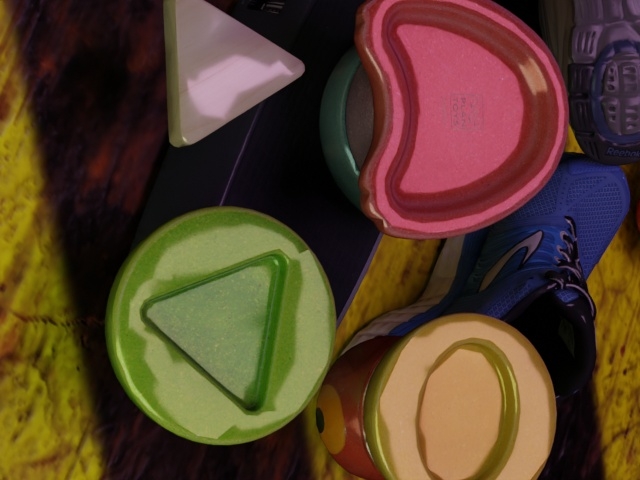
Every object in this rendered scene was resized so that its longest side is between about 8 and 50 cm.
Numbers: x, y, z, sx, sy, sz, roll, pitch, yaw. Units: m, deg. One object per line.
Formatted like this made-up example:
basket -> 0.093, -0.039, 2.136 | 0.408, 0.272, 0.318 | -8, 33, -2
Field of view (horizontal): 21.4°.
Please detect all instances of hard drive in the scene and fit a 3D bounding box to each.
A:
hard drive -> -0.015, -0.048, 1.076 | 0.172, 0.054, 0.254 | 43, 62, -43

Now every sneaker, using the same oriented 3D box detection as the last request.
sneaker -> 0.198, -0.209, 1.268 | 0.111, 0.129, 0.297 | -6, 107, -10
sneaker -> 0.151, 0.054, 1.211 | 0.330, 0.147, 0.129 | -49, 128, -36

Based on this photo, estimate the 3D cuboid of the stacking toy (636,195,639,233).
stacking toy -> 0.347, -0.130, 1.394 | 0.141, 0.141, 0.330 | -9, 128, -49

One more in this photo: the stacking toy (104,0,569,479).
stacking toy -> 0.000, 0.000, 1.015 | 0.279, 0.130, 0.309 | 9, 84, -23
